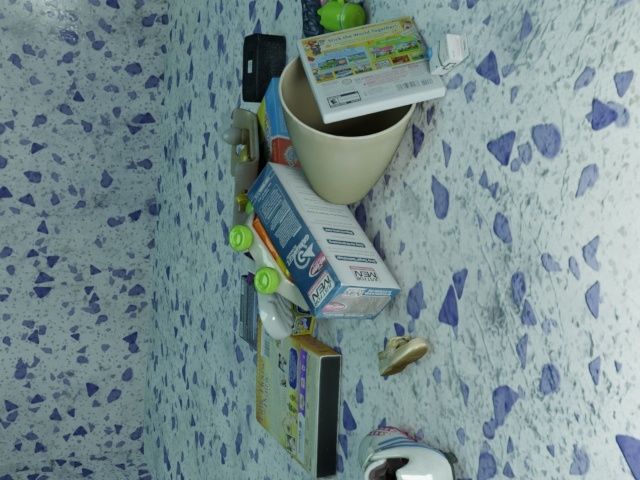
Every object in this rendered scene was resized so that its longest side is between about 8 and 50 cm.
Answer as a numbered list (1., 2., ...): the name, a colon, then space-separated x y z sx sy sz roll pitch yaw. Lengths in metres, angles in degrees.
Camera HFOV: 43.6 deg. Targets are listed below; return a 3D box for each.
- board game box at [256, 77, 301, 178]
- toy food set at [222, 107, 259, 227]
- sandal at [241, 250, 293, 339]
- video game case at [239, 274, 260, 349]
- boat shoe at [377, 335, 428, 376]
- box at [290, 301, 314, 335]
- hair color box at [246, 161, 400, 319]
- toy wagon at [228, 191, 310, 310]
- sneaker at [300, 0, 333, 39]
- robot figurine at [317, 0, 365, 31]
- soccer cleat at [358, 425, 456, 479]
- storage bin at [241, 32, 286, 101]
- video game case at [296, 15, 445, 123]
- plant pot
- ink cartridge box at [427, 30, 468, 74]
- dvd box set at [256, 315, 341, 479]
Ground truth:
1. board game box: -0.110 -0.248 2.049 0.316 0.064 0.242 140 126 -72
2. toy food set: -0.216 -0.183 2.105 0.306 0.092 0.219 -98 13 -53
3. sandal: -0.148 0.082 2.004 0.416 0.102 0.169 -97 -19 -53
4. video game case: -0.184 0.221 2.347 0.274 0.026 0.196 -162 73 -64
5. boat shoe: 0.150 0.213 1.540 0.170 0.063 0.059 -51 51 57
6. box: -0.071 0.171 2.050 0.169 0.054 0.059 -128 43 -53
7. hair color box: 0.000 0.000 1.649 0.105 0.174 0.347 -53 51 29
8. toy wagon: -0.074 0.007 1.736 0.068 0.267 0.344 -50 59 28
9. sneaker: -0.020 -0.550 1.786 0.112 0.131 0.319 15 107 39
10. robot figurine: 0.048 -0.479 1.718 0.115 0.067 0.101 23 143 40
11. soccer cleat: 0.123 0.419 1.509 0.331 0.143 0.116 163 105 -66
12. storage bin: -0.156 -0.468 2.186 0.122 0.084 0.180 -162 72 -65
13. video game case: 0.089 -0.318 1.470 0.026 0.227 0.206 84 170 -56
14. plant pot: 0.047 -0.204 1.580 0.274 0.256 0.256 93 163 -55
15. ink cartridge box: 0.222 -0.328 1.397 0.083 0.028 0.048 150 116 -63
16. dvd box set: -0.066 0.384 2.039 0.420 0.062 0.307 -163 74 -65
